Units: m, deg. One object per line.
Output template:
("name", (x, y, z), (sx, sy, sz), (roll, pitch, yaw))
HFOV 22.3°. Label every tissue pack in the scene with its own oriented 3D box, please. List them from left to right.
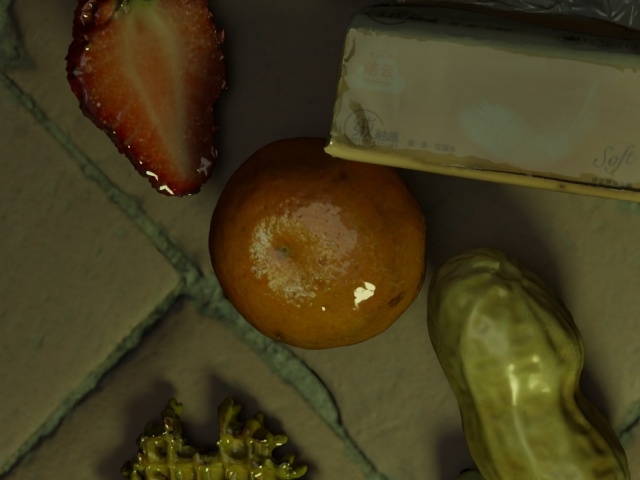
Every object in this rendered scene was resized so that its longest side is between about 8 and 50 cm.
("tissue pack", (0.181, -0.169, 1.519), (0.305, 0.238, 0.239), (9, 97, 12))

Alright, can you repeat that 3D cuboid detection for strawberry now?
("strawberry", (-0.191, -0.174, 1.736), (0.175, 0.107, 0.236), (7, 99, -18))

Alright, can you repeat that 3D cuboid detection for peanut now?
("peanut", (0.202, 0.151, 1.599), (0.147, 0.147, 0.306), (-19, 91, 19))

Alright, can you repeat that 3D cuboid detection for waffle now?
("waffle", (-0.118, 0.288, 1.766), (0.228, 0.051, 0.232), (39, 106, 10))

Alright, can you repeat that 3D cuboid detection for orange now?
("orange", (0.000, 0.000, 1.637), (0.224, 0.170, 0.224), (3, 101, 18))

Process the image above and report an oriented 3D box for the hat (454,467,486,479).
("hat", (0.169, 0.267, 1.659), (0.077, 0.059, 0.076), (13, 132, 28))
